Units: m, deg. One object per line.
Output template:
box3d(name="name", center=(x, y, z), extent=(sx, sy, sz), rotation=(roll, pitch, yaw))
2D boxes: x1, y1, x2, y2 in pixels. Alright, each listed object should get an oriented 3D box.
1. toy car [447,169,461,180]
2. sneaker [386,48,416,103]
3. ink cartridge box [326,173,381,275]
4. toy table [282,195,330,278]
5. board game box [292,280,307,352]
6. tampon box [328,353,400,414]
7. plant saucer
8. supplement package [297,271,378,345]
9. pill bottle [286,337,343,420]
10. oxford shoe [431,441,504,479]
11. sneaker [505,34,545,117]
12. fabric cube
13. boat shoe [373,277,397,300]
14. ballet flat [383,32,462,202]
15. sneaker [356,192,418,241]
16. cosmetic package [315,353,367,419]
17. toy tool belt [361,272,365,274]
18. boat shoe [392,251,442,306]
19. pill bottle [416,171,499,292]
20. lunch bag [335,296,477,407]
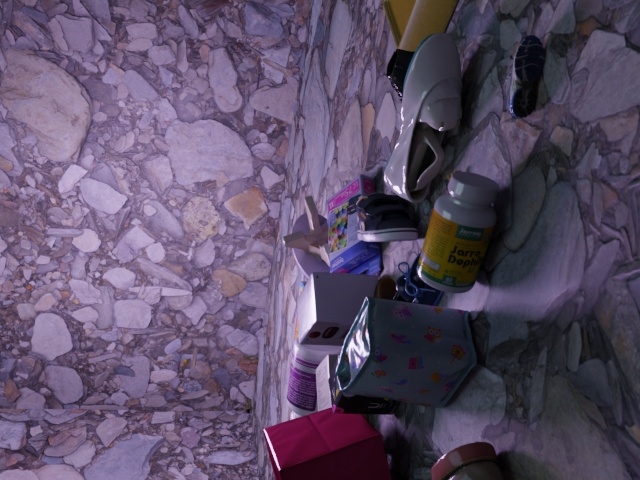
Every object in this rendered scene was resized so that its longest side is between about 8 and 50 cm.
box3d(name="toy car", center=(0.279, -0.104, 1.223), extent=(0.040, 0.060, 0.122), rotation=(-35, 50, 30))
box3d(name="sneaker", center=(0.205, -0.350, 1.466), extent=(0.083, 0.118, 0.222), rotation=(-112, 30, -62))
box3d(name="ink cartridge box", center=(0.096, -0.022, 1.822), extent=(0.186, 0.065, 0.311), rotation=(-36, 50, 46))
box3d(name="toy table", center=(0.000, 0.000, 2.001), extent=(0.274, 0.252, 0.161), rotation=(56, 164, 21))
box3d(name="board game box", center=(-0.022, 0.336, 2.247), extent=(0.302, 0.086, 0.308), rotation=(-141, 57, -73))
box3d(name="tampon box", center=(0.114, 0.360, 1.518), extent=(0.101, 0.161, 0.120), rotation=(-100, 19, -46))
box3d(name="plant saucer", center=(0.241, -0.624, 1.494), extent=(0.332, 0.081, 0.332), rotation=(108, 161, -46))
box3d(name="supplement package", center=(0.049, 0.201, 1.739), extent=(0.203, 0.194, 0.149), rotation=(117, 153, -59))
box3d(name="pill bottle", center=(-0.023, 0.481, 2.029), extent=(0.169, 0.169, 0.301), rotation=(-134, 51, -72))
box3d(name="oxford shoe", center=(0.228, 0.504, 1.095), extent=(0.130, 0.123, 0.348), rotation=(-107, 24, -44))
box3d(name="sneaker", center=(0.339, -0.280, 1.038), extent=(0.058, 0.052, 0.135), rotation=(-118, 35, -73))
box3d(name="fabric cube", center=(0.026, 0.583, 1.493), extent=(0.258, 0.259, 0.254), rotation=(-175, 71, -76))
box3d(name="boat shoe", center=(0.167, 0.201, 1.552), extent=(0.073, 0.073, 0.207), rotation=(116, 162, -61))
box3d(name="ballet flat", center=(0.240, -0.245, 1.326), extent=(0.139, 0.139, 0.400), rotation=(-99, 15, -44))
box3d(name="sneaker", center=(0.157, -0.059, 1.553), extent=(0.321, 0.126, 0.127), rotation=(-167, 77, -78))
box3d(name="cosmetic package", center=(0.062, 0.507, 1.789), extent=(0.160, 0.113, 0.309), rotation=(117, 154, -58))
box3d(name="toy tool belt", center=(0.103, 0.119, 1.873), extent=(0.083, 0.051, 0.052), rotation=(109, 161, -46))
box3d(name="boat shoe", center=(0.210, 0.114, 1.353), extent=(0.109, 0.089, 0.258), rotation=(-105, 24, -54))
box3d(name="pill bottle", center=(0.260, -0.017, 1.135), extent=(0.117, 0.118, 0.208), rotation=(-111, 29, -61))
box3d(name="lunch bag", center=(0.161, 0.243, 1.231), extent=(0.262, 0.223, 0.160), rotation=(108, 167, -50))
